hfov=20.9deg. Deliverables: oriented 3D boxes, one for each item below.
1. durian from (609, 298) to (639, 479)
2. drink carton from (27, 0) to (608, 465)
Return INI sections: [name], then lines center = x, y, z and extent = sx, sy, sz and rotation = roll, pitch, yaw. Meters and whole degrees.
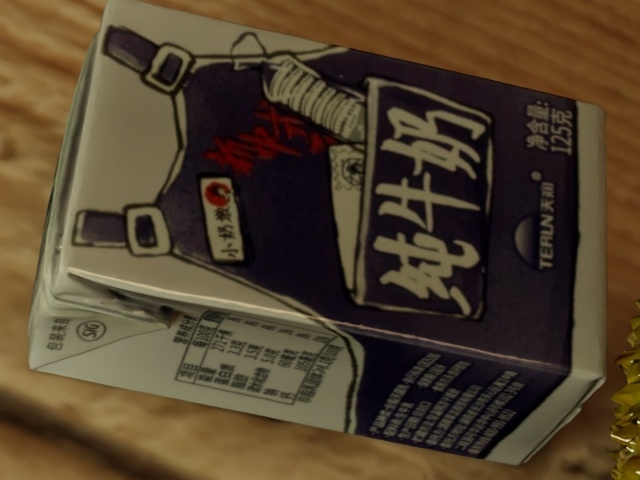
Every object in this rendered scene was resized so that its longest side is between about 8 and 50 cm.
[durian]
center = 0.240, 0.085, 0.614
extent = 0.258, 0.258, 0.293
rotation = -33, 67, -31
[drink carton]
center = -0.001, -0.001, 0.717
extent = 0.222, 0.102, 0.134
rotation = 12, 61, -11
